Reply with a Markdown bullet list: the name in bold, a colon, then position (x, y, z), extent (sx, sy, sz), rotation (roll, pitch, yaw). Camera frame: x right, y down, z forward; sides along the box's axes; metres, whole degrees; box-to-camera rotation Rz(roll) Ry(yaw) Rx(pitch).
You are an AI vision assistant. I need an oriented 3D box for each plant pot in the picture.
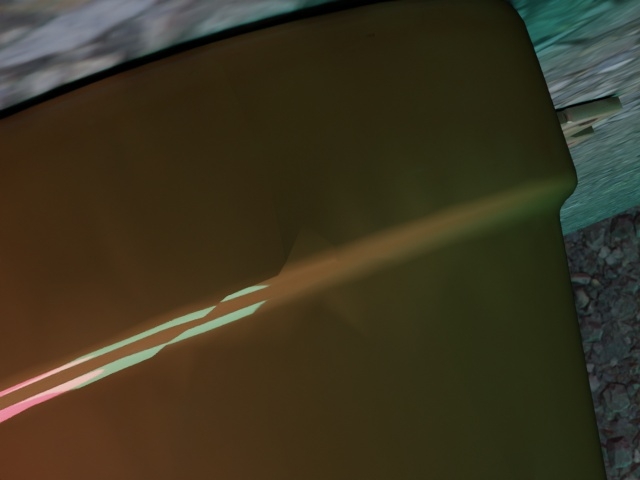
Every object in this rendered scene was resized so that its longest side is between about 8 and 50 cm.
- **plant pot**: position (-0.031, 0.076, 0.463), extent (0.291, 0.203, 0.291), rotation (-22, 174, -3)

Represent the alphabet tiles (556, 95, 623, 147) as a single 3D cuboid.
- **alphabet tiles**: position (0.000, 0.000, 0.847), extent (0.343, 0.011, 0.285), rotation (-28, 172, 42)
